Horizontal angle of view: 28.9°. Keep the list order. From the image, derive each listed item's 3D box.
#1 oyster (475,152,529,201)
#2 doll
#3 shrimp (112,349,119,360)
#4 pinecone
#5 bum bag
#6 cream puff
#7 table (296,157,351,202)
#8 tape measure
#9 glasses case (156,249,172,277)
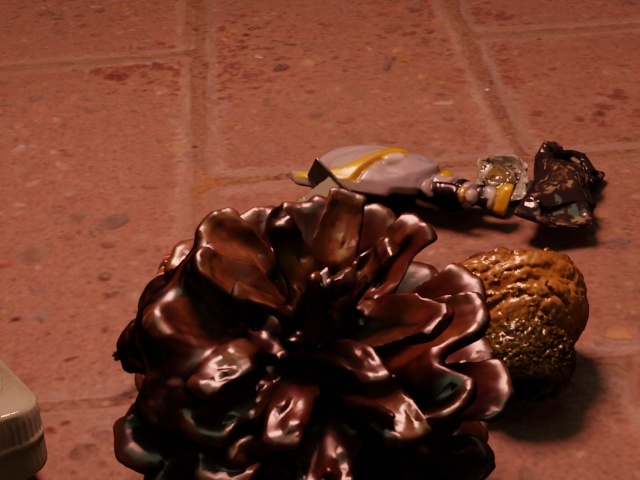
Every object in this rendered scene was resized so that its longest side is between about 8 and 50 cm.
[{"bbox_3d":[0.266,-0.085,1.829,0.098,0.037,0.100,-5,48,32],"label":"oyster"},{"bbox_3d":[0.112,-0.078,1.759,0.316,0.103,0.145,9,29,9],"label":"doll"},{"bbox_3d":[-0.109,0.134,1.475,0.254,0.059,0.145,-18,44,-31],"label":"shrimp"},{"bbox_3d":[0.001,0.131,1.210,0.398,0.397,0.397,-2,32,1],"label":"pinecone"},{"bbox_3d":[0.343,-0.073,1.759,0.102,0.069,0.248,33,35,1],"label":"bum bag"},{"bbox_3d":[0.217,0.116,1.404,0.183,0.183,0.168,-3,57,0],"label":"cream puff"},{"bbox_3d":[0.000,0.000,1.633,0.146,0.062,0.175,-39,80,-27],"label":"table"},{"bbox_3d":[-0.419,0.204,1.339,0.207,0.115,0.235,-21,28,-27],"label":"tape measure"},{"bbox_3d":[-0.062,0.066,1.471,0.267,0.067,0.103,11,38,-1],"label":"glasses case"}]
